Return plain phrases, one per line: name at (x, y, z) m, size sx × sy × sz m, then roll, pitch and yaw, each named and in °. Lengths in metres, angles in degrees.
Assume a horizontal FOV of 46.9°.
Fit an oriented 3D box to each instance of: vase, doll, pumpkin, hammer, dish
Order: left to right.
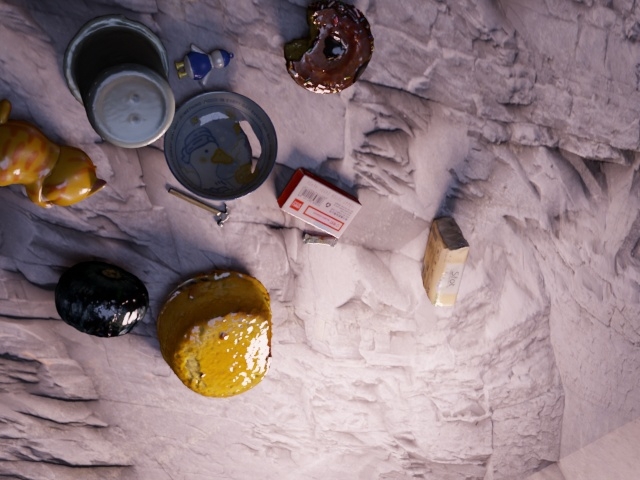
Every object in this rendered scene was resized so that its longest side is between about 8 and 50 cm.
doll at (-0.646, -0.174, 1.686) m, size 0.269 × 0.167 × 0.162 m, roll 33°, pitch 105°, yaw -37°
pumpkin at (-0.554, 0.148, 1.876) m, size 0.233 × 0.233 × 0.163 m, roll 11°, pitch 104°, yaw -27°
vase at (-0.431, -0.329, 1.599) m, size 0.245 × 0.291 × 0.245 m, roll -9°, pitch 123°, yaw -15°
hammer at (-0.319, -0.098, 1.950) m, size 0.182 × 0.017 × 0.062 m, roll 27°, pitch 106°, yaw -32°
doll at (-0.273, -0.421, 1.749) m, size 0.142 × 0.057 × 0.099 m, roll -21°, pitch 104°, yaw -11°
dish at (-0.246, -0.223, 1.833) m, size 0.273 × 0.134 × 0.273 m, roll 1°, pitch 84°, yaw -7°

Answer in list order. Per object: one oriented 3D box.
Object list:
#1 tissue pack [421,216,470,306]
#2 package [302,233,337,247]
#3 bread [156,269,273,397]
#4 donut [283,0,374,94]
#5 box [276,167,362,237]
tissue pack at (0.373, 0.063, 2.226) m, size 0.090 × 0.186 × 0.222 m, roll 4°, pitch 119°, yaw -10°
package at (0.000, 0.000, 2.139) m, size 0.110 × 0.015 × 0.037 m, roll 6°, pitch 111°, yaw -27°
bread at (-0.278, 0.267, 2.074) m, size 0.336 × 0.204 × 0.358 m, roll -15°, pitch 122°, yaw -19°
donut at (0.020, -0.478, 1.810) m, size 0.216 × 0.096 × 0.230 m, roll 4°, pitch 118°, yaw -27°
box at (0.002, -0.101, 2.058) m, size 0.229 × 0.050 × 0.123 m, roll 25°, pitch 109°, yaw -32°
